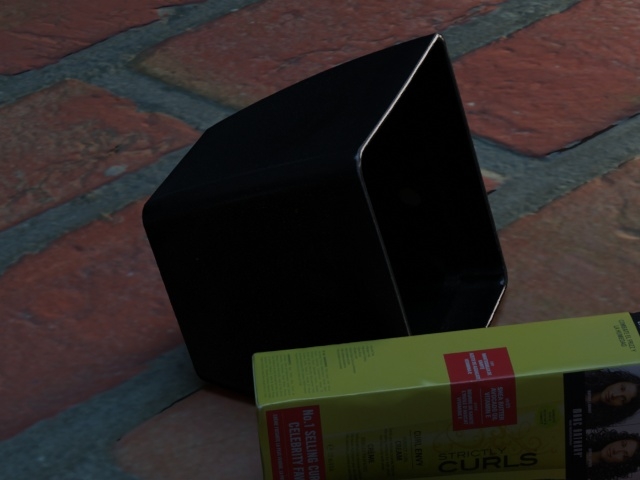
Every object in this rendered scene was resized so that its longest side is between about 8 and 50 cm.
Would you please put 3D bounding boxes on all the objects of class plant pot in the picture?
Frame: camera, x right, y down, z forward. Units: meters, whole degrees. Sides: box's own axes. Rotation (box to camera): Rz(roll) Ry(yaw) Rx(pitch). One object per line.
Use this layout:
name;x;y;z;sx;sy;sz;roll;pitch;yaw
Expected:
plant pot;0.000;0.000;1.189;0.167;0.188;0.187;-7;26;24

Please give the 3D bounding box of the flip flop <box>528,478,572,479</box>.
flip flop;0.105;0.164;0.960;0.277;0.080;0.112;-3;-13;31

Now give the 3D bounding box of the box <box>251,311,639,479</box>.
box;0.080;0.099;1.075;0.232;0.087;0.058;-5;29;-2
